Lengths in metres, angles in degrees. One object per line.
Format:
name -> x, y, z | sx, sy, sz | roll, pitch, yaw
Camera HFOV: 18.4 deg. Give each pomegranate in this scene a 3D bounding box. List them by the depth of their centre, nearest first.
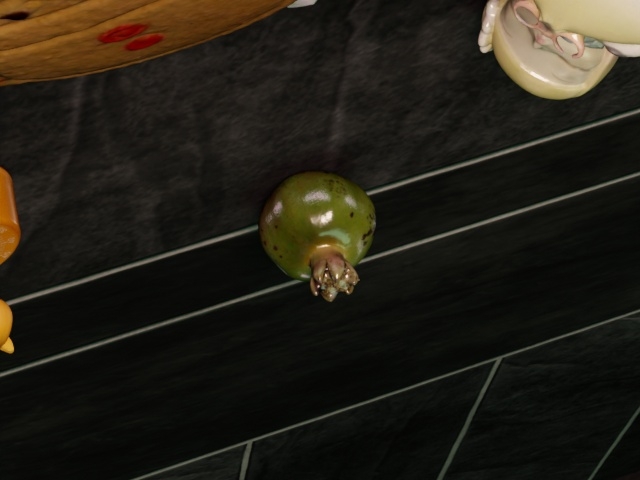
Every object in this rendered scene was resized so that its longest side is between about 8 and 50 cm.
pomegranate -> 0.000, 0.000, 1.883 | 0.114, 0.142, 0.114 | -7, 135, -7

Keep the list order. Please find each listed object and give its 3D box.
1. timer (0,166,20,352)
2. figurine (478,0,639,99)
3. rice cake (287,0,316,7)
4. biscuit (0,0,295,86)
timer -> -0.297, 0.030, 1.636 | 0.132, 0.152, 0.132 | -20, 158, -8
figurine -> 0.240, -0.231, 1.588 | 0.274, 0.226, 0.394 | -46, 173, -22
rice cake -> -0.025, -0.237, 1.446 | 0.085, 0.040, 0.226 | -27, 158, 8
biscuit -> -0.166, -0.176, 1.303 | 0.359, 0.074, 0.381 | -18, 173, 15
